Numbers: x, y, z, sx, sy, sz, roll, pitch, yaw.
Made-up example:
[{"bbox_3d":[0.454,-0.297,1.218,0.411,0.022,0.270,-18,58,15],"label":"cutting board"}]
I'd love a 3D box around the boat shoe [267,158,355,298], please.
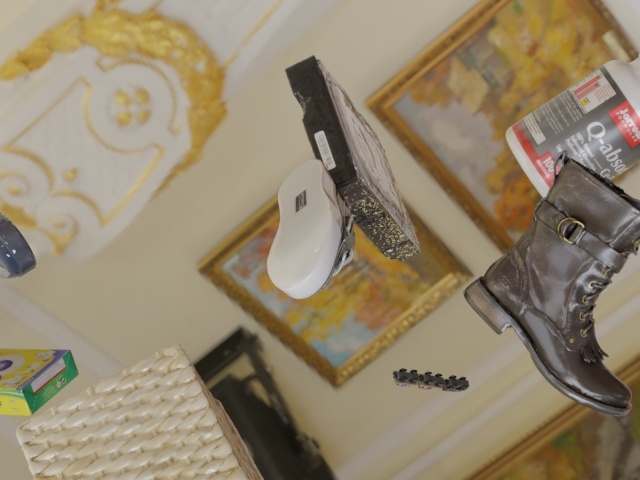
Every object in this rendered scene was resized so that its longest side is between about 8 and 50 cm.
[{"bbox_3d":[0.000,0.000,1.461,0.102,0.108,0.301,47,-164,-22],"label":"boat shoe"}]

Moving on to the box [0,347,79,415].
[{"bbox_3d":[-0.413,0.179,1.419,0.105,0.179,0.043,-45,-55,-55],"label":"box"}]

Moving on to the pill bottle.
[{"bbox_3d":[0.585,-0.240,2.279,0.210,0.363,0.210,49,-162,-21],"label":"pill bottle"}]

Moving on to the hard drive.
[{"bbox_3d":[0.060,-0.122,1.786,0.339,0.064,0.236,46,-157,-61],"label":"hard drive"}]

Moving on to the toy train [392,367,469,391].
[{"bbox_3d":[0.189,0.245,1.929,0.158,0.036,0.027,11,-121,-28],"label":"toy train"}]

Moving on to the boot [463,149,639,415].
[{"bbox_3d":[0.319,0.052,1.288,0.263,0.229,0.091,41,-165,4],"label":"boot"}]

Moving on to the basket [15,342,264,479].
[{"bbox_3d":[-0.272,0.404,1.813,0.328,0.331,0.266,57,169,37],"label":"basket"}]

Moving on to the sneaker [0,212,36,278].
[{"bbox_3d":[-0.527,0.024,1.576,0.319,0.131,0.112,4,125,47],"label":"sneaker"}]
